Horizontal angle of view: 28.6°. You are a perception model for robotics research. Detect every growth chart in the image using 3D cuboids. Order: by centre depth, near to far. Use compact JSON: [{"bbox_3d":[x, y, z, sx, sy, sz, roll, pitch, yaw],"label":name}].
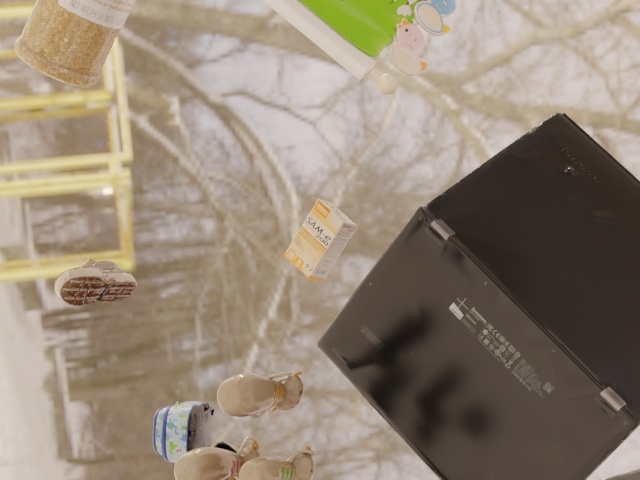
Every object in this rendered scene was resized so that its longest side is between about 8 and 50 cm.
[{"bbox_3d":[0.039,-0.228,0.985,0.237,0.172,0.021,-61,-175,-34],"label":"growth chart"}]

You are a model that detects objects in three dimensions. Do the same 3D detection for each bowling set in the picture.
[{"bbox_3d":[-0.079,0.319,1.536,0.200,0.154,0.287,43,-73,27],"label":"bowling set"}]

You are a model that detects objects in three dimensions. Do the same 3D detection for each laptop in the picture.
[{"bbox_3d":[0.282,0.111,1.648,0.382,0.236,0.408,47,-61,19],"label":"laptop"}]

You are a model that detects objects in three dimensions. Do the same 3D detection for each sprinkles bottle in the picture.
[{"bbox_3d":[-0.271,-0.376,1.609,0.355,0.121,0.121,-61,-159,16],"label":"sprinkles bottle"}]

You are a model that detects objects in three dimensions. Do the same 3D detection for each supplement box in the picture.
[{"bbox_3d":[0.000,0.000,1.766,0.062,0.036,0.098,42,-72,36],"label":"supplement box"}]

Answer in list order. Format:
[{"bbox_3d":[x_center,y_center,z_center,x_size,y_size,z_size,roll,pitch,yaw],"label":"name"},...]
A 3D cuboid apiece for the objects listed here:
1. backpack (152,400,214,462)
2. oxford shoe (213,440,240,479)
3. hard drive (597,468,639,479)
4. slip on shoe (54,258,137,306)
[{"bbox_3d":[-0.229,0.316,2.057,0.114,0.084,0.105,27,63,-77],"label":"backpack"},{"bbox_3d":[-0.116,0.437,1.886,0.130,0.123,0.348,50,5,-28],"label":"oxford shoe"},{"bbox_3d":[0.551,0.408,1.789,0.237,0.338,0.064,52,32,-25],"label":"hard drive"},{"bbox_3d":[-0.257,0.042,1.401,0.041,0.051,0.135,50,19,19],"label":"slip on shoe"}]
